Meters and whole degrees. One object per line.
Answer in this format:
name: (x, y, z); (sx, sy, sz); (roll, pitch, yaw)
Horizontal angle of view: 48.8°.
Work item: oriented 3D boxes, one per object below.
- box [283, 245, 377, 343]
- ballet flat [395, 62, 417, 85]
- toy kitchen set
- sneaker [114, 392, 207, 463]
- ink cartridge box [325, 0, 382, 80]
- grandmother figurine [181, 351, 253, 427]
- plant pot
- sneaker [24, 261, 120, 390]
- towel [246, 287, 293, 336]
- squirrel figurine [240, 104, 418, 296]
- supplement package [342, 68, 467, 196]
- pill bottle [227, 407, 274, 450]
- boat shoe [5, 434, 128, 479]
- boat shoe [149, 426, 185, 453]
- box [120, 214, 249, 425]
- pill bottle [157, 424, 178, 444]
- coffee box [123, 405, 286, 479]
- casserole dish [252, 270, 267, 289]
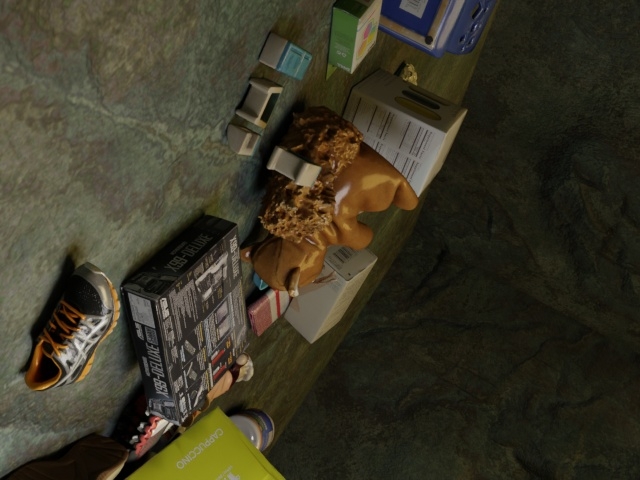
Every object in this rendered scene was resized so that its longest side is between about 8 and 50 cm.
box: (0.023, 0.134, 1.962); (0.148, 0.121, 0.311); (-35, 161, -42)
ballet flat: (0.210, -0.322, 2.096); (0.409, 0.146, 0.147); (-61, 168, -4)
toy kitchen set: (-0.041, -0.221, 1.225); (0.207, 0.166, 0.122); (-64, 167, 12)
sneaker: (-0.309, 0.338, 1.441); (0.135, 0.097, 0.276); (38, 77, -39)
ink cartridge box: (0.070, -0.424, 1.466); (0.109, 0.062, 0.209); (-56, 167, -28)
grandmother figurine: (-0.259, 0.354, 1.802); (0.207, 0.104, 0.342); (-37, 177, 15)
plant pot: (0.243, -0.542, 1.534); (0.212, 0.235, 0.236); (-36, 153, -50)
sneaker: (-0.345, 0.127, 0.974); (0.083, 0.084, 0.215); (-27, 145, -61)
towel: (-0.074, 0.115, 1.948); (0.329, 0.037, 0.237); (-43, 166, -17)
squirrel figurine: (-0.031, -0.073, 1.527); (0.370, 0.281, 0.397); (-50, 153, -3)
supplement package: (0.205, -0.286, 1.842); (0.199, 0.262, 0.198); (-46, 161, -52)
pill bottle: (-0.240, 0.642, 2.356); (0.152, 0.152, 0.272); (-61, 168, 0)
boat shoe: (-0.436, 0.435, 1.186); (0.110, 0.121, 0.341); (-63, 169, 6)
boat shoe: (-0.361, 0.472, 1.672); (0.083, 0.075, 0.226); (-61, 168, 3)
box: (-0.232, 0.144, 1.290); (0.242, 0.076, 0.308); (-50, 147, -46)
pill bottle: (-0.327, 0.361, 1.541); (0.152, 0.086, 0.086); (-53, 165, -32)
coffee box: (-0.276, 0.629, 1.493); (0.337, 0.338, 0.334); (-32, 163, -51)
casserole dish: (-0.122, 0.058, 1.820); (0.114, 0.037, 0.188); (-66, 166, 21)
